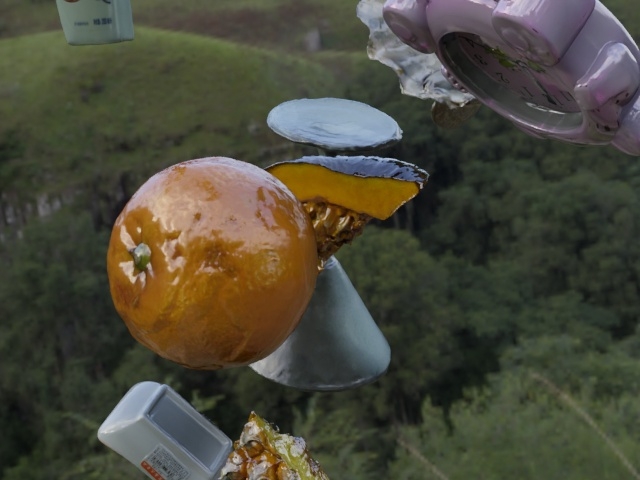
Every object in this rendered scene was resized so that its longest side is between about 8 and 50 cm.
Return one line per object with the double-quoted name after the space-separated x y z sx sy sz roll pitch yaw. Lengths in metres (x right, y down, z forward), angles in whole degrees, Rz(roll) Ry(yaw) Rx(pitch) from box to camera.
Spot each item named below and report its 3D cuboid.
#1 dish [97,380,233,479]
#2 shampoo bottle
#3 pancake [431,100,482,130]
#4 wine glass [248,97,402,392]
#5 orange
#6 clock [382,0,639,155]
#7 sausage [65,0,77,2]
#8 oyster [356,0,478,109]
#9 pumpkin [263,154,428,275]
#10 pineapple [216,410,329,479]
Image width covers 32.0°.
-0.227 0.314 1.757 0.077 0.212 0.151 -44 6 33 "dish"
-0.377 -0.492 1.761 0.134 0.359 0.078 2 16 28 "shampoo bottle"
0.311 -0.314 2.177 0.250 0.031 0.250 -39 -21 -18 "pancake"
0.000 0.000 1.743 0.267 0.406 0.267 3 26 -2 "wine glass"
-0.130 0.029 1.354 0.261 0.261 0.261 -11 7 1 "orange"
0.263 -0.227 1.382 0.322 0.113 0.295 38 -10 -34 "clock"
-0.324 -0.343 1.472 0.034 0.034 0.083 -10 43 5 "sausage"
0.240 -0.322 1.701 0.351 0.238 0.115 -12 3 -8 "oyster"
0.012 -0.075 1.521 0.278 0.163 0.111 -40 10 37 "pumpkin"
-0.056 0.352 1.421 0.164 0.250 0.140 -33 43 -5 "pineapple"
